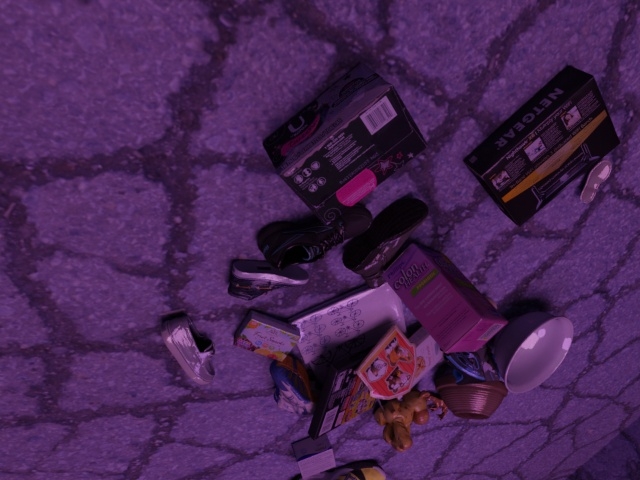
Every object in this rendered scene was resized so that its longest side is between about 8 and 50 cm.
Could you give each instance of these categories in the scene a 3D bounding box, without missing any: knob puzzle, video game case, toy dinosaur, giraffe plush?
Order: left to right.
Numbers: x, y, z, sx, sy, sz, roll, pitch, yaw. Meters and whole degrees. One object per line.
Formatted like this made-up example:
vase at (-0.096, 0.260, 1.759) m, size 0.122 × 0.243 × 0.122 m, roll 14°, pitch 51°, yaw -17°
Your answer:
video game case at (0.093, 0.421, 1.379) m, size 0.248 × 0.035 × 0.275 m, roll -12°, pitch 128°, yaw -40°
knob puzzle at (0.204, 0.358, 1.329) m, size 0.213 × 0.030 × 0.213 m, roll -4°, pitch 99°, yaw -30°
giraffe plush at (0.291, 0.582, 1.635) m, size 0.170 × 0.181 × 0.210 m, roll -19°, pitch 97°, yaw -22°
toy dinosaur at (0.456, 0.593, 1.756) m, size 0.211 × 0.064 × 0.112 m, roll 10°, pitch 120°, yaw -30°

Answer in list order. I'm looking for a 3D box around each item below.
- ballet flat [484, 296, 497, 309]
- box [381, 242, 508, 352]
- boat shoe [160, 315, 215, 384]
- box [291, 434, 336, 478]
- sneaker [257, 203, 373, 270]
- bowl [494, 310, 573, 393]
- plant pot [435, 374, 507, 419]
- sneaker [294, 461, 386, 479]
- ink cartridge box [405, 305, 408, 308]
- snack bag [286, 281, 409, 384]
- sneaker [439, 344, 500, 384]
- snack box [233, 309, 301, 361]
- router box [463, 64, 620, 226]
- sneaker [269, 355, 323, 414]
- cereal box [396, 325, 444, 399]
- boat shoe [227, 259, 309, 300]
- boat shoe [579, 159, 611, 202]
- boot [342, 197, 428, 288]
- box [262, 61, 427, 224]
ballet flat at (0.469, 0.285, 1.497) m, size 0.086 × 0.086 × 0.248 m, roll 0°, pitch 125°, yaw -23°
box at (0.306, 0.143, 1.181) m, size 0.117 × 0.243 × 0.213 m, roll -49°, pitch 146°, yaw 17°
boat shoe at (-0.297, 0.266, 1.162) m, size 0.081 × 0.079 × 0.227 m, roll -22°, pitch 129°, yaw 0°
box at (-0.022, 0.737, 1.656) m, size 0.126 × 0.072 × 0.137 m, roll -17°, pitch 132°, yaw -10°
sneaker at (0.000, 0.000, 1.065) m, size 0.267 × 0.106 × 0.101 m, roll -18°, pitch 130°, yaw -11°
bowl at (0.674, 0.343, 1.589) m, size 0.298 × 0.134 × 0.298 m, roll -14°, pitch 121°, yaw -23°
plant pot at (0.509, 0.537, 1.629) m, size 0.237 × 0.109 × 0.237 m, roll 6°, pitch 151°, yaw 3°
sneaker at (0.081, 0.948, 1.817) m, size 0.385 × 0.147 × 0.145 m, roll -2°, pitch 125°, yaw -23°
ink cartridge box at (0.282, 0.180, 1.378) m, size 0.083 × 0.028 × 0.048 m, roll 28°, pitch 112°, yaw -37°
snack bag at (0.094, 0.270, 1.363) m, size 0.323 × 0.037 × 0.342 m, roll -23°, pitch 132°, yaw -6°
sneaker at (0.408, 0.302, 1.397) m, size 0.140 × 0.125 × 0.341 m, roll -21°, pitch 115°, yaw 17°
snack box at (-0.135, 0.243, 1.220) m, size 0.141 × 0.037 × 0.100 m, roll 24°, pitch 116°, yaw -21°
router box at (0.526, -0.209, 1.142) m, size 0.309 × 0.081 × 0.243 m, roll -43°, pitch 131°, yaw 12°
sneaker at (-0.086, 0.427, 1.354) m, size 0.131 × 0.112 × 0.296 m, roll -18°, pitch 134°, yaw 15°
cereal box at (0.294, 0.351, 1.456) m, size 0.240 × 0.047 × 0.173 m, roll -38°, pitch 136°, yaw -20°
boat shoe at (-0.122, 0.095, 1.119) m, size 0.183 × 0.065 × 0.083 m, roll 8°, pitch 124°, yaw -20°
boat shoe at (0.740, -0.162, 1.301) m, size 0.046 × 0.038 × 0.125 m, roll 19°, pitch 120°, yaw 14°
boot at (0.178, 0.010, 1.182) m, size 0.246 × 0.083 × 0.161 m, roll -40°, pitch 141°, yaw 12°
box at (0.042, -0.184, 0.914) m, size 0.247 × 0.142 × 0.163 m, roll -38°, pitch 130°, yaw 7°
